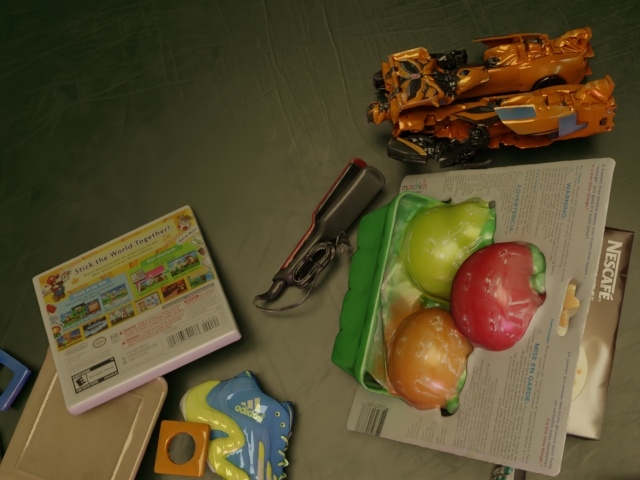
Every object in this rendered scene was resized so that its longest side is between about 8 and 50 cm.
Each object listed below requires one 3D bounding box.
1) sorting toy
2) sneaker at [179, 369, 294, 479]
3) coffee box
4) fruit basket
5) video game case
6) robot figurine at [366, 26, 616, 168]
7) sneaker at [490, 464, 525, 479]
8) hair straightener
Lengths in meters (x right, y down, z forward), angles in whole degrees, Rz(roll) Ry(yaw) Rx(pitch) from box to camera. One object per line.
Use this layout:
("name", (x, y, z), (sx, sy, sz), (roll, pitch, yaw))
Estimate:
("sorting toy", (-0.288, 0.242, 1.408), (0.347, 0.047, 0.196), (13, 77, 23))
("sneaker", (-0.070, 0.263, 1.376), (0.126, 0.091, 0.240), (-31, 78, 0))
("coffee box", (0.280, 0.103, 1.362), (0.141, 0.098, 0.247), (12, 82, 8))
("fruit basket", (0.174, 0.076, 1.272), (0.353, 0.165, 0.327), (1, 76, 50))
("video game case", (-0.233, 0.083, 1.420), (0.226, 0.026, 0.206), (-25, 57, 1))
("robot figurine", (0.200, -0.182, 1.395), (0.290, 0.085, 0.211), (-7, 45, -1))
("sneaker", (0.240, 0.336, 1.355), (0.076, 0.065, 0.167), (5, 84, -10))
("hair straightener", (0.000, 0.000, 1.414), (0.230, 0.089, 0.047), (-49, 118, -4))
